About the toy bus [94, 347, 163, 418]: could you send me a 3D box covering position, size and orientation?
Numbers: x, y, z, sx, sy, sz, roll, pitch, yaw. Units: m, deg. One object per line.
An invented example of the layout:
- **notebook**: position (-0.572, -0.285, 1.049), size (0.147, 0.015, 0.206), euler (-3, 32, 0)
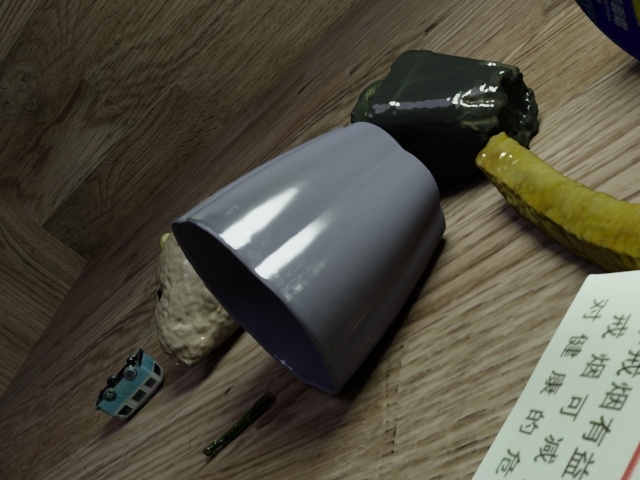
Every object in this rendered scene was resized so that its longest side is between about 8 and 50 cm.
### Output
- **toy bus**: position (-0.344, 0.266, 1.290), size (0.123, 0.075, 0.060), euler (-47, 19, 9)

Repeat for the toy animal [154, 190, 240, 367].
- **toy animal**: position (-0.158, 0.022, 1.178), size (0.358, 0.188, 0.226), euler (-49, 25, -1)

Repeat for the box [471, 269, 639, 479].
- **box**: position (0.207, 0.111, 0.311), size (0.210, 0.095, 0.330), euler (-55, 9, -16)

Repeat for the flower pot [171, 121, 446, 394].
- **flower pot**: position (0.000, 0.000, 0.825), size (0.243, 0.265, 0.265), euler (-45, 17, -21)

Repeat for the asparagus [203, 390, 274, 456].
- **asparagus**: position (-0.107, 0.240, 0.923), size (0.127, 0.018, 0.015), euler (-44, -14, 13)

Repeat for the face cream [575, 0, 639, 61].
- **face cream**: position (0.321, -0.258, 0.648), size (0.111, 0.206, 0.206), euler (-44, 20, 7)

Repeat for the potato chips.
- **potato chips**: position (0.233, -0.020, 0.597), size (0.057, 0.080, 0.407), euler (-32, 19, 0)

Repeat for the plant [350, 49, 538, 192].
- **plant**: position (0.143, -0.151, 0.906), size (0.256, 0.164, 0.142), euler (4, 55, 52)
